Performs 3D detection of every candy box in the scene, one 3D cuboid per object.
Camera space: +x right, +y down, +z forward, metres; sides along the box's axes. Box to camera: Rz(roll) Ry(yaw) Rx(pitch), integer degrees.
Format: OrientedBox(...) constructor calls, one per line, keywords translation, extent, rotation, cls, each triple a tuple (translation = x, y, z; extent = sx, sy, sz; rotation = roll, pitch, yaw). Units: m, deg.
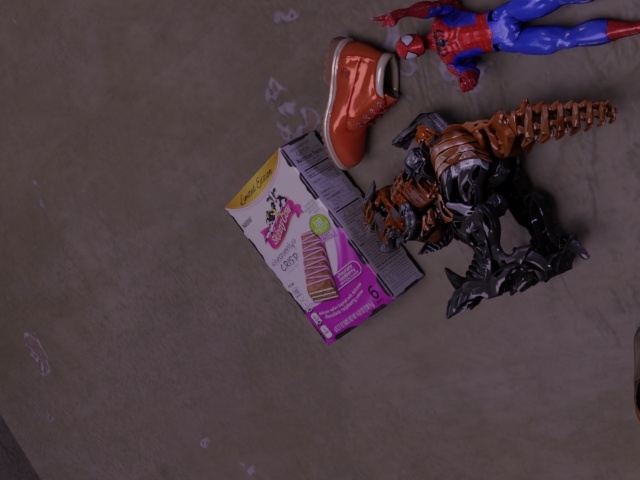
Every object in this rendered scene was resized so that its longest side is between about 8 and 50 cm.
OrientedBox(translation=(0.000, 0.000, 1.113), extent=(0.233, 0.071, 0.159), rotation=(53, 137, 5), cls="candy box")

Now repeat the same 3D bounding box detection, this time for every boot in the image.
OrientedBox(translation=(0.048, -0.148, 0.996), extent=(0.085, 0.059, 0.157), rotation=(18, 124, 28), cls="boot")

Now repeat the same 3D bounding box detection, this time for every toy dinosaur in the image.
OrientedBox(translation=(0.158, -0.048, 0.899), extent=(0.218, 0.164, 0.322), rotation=(68, 160, 11), cls="toy dinosaur")

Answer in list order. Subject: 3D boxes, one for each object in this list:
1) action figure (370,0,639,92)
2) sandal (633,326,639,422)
OrientedBox(translation=(0.166, -0.193, 0.810), extent=(0.280, 0.139, 0.091), rotation=(0, 113, 44), cls="action figure")
OrientedBox(translation=(0.359, 0.171, 0.908), extent=(0.072, 0.049, 0.180), rotation=(-1, 113, 42), cls="sandal")
